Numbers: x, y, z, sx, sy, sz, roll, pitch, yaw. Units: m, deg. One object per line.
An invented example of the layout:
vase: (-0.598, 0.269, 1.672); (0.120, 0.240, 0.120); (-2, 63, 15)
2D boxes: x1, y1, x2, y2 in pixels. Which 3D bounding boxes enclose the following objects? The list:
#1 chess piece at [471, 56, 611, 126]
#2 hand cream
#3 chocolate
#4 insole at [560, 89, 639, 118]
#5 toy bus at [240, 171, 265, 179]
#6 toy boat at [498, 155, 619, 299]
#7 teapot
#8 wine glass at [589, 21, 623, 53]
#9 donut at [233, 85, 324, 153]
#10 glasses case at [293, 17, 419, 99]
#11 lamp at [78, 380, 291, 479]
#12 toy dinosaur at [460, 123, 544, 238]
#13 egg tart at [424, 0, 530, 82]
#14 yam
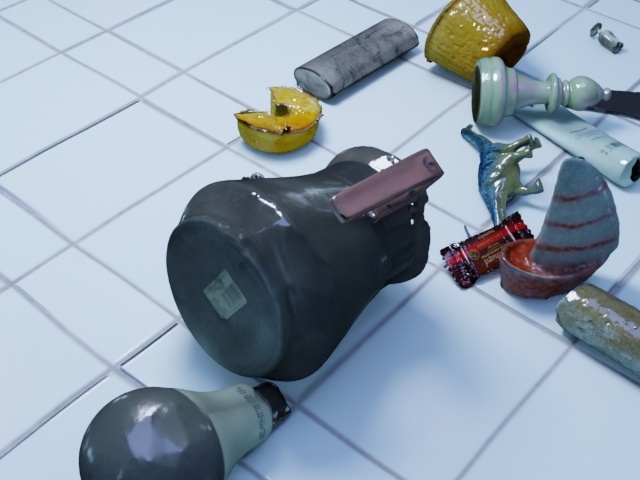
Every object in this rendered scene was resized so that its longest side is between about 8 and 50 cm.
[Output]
chess piece: (0.443, -0.292, 1.800); (0.271, 0.139, 0.139); (2, 43, 0)
hand cream: (0.512, -0.209, 1.788); (0.109, 0.067, 0.321); (-21, 43, -22)
chocolate: (0.289, 0.017, 1.534); (0.182, 0.028, 0.086); (-27, 78, -20)
insole: (0.644, -0.283, 1.900); (0.309, 0.012, 0.110); (8, 44, 6)
toy bus: (-0.070, -0.063, 1.578); (0.162, 0.074, 0.069); (12, 36, 12)
toy boat: (0.390, -0.028, 1.416); (0.206, 0.282, 0.096); (-6, 45, -9)
teapot: (0.000, 0.000, 1.323); (0.361, 0.376, 0.306); (-30, 83, -39)
wine glass: (0.658, -0.462, 2.077); (0.039, 0.042, 0.083); (-12, 51, -36)
donut: (-0.073, -0.230, 1.759); (0.146, 0.078, 0.181); (22, 40, 18)
glasses case: (0.082, -0.395, 1.951); (0.114, 0.060, 0.299); (31, 50, 30)
lamp: (-0.153, 0.270, 1.166); (0.313, 0.182, 0.182); (-4, 41, -32)
toy dinosaur: (0.337, -0.125, 1.666); (0.147, 0.076, 0.363); (-22, 40, 23)
egg tart: (0.331, -0.430, 1.914); (0.215, 0.215, 0.171); (-31, 68, -31)
yam: (0.484, 0.156, 1.366); (0.259, 0.093, 0.093); (34, 51, 30)
